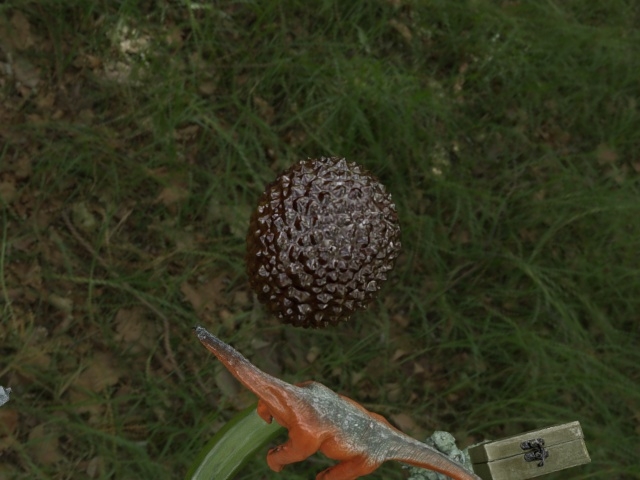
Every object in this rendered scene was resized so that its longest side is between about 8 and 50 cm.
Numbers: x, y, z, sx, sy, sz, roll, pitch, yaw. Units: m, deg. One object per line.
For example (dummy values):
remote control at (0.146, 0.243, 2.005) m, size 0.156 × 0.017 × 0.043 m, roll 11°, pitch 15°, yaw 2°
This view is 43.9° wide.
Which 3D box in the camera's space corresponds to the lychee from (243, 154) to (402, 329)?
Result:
lychee at (0.000, 0.000, 1.465) m, size 0.306 × 0.306 × 0.330 m, roll 45°, pitch 52°, yaw -2°

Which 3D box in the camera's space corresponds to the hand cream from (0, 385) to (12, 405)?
hand cream at (-0.392, 0.193, 0.894) m, size 0.093 × 0.019 × 0.030 m, roll -32°, pitch 115°, yaw -27°

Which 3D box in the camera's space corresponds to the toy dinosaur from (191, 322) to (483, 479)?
toy dinosaur at (0.022, 0.147, 0.568) m, size 0.279 × 0.101 × 0.055 m, roll 34°, pitch 49°, yaw -19°

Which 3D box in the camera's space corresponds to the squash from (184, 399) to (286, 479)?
squash at (-0.123, 0.325, 1.298) m, size 0.318 × 0.071 × 0.080 m, roll -37°, pitch 102°, yaw -24°

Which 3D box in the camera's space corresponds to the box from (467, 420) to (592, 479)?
box at (0.167, 0.173, 0.643) m, size 0.079 × 0.083 × 0.035 m, roll -14°, pitch 74°, yaw -2°

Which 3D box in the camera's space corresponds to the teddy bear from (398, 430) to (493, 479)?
teddy bear at (0.206, 0.372, 1.279) m, size 0.213 × 0.111 × 0.133 m, roll 2°, pitch 82°, yaw -24°
